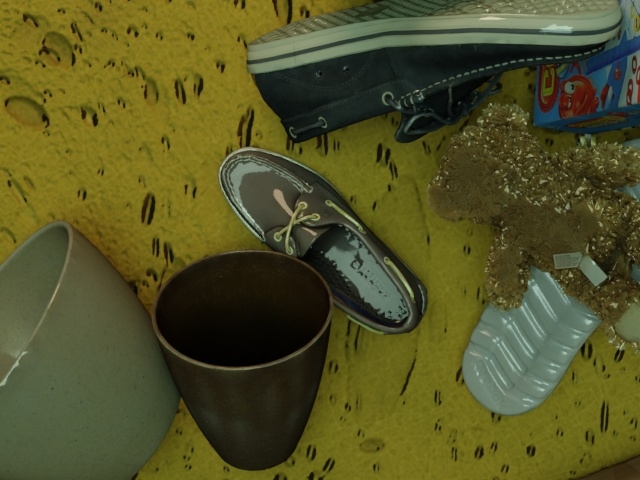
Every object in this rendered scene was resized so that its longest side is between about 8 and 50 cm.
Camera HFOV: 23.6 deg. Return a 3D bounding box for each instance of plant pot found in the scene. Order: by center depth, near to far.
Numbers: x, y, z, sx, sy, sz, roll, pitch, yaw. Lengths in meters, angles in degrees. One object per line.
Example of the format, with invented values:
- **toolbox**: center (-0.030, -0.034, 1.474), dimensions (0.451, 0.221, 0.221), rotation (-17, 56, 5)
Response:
- **plant pot**: center (-0.088, 0.166, 1.884), dimensions (0.215, 0.215, 0.230), rotation (2, 129, 6)

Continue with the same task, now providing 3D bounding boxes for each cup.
- **cup**: center (-0.314, 0.175, 1.889), dimensions (0.237, 0.331, 0.331), rotation (36, 98, -24)

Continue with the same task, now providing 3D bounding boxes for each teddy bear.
- **teddy bear**: center (0.293, -0.016, 1.801), dimensions (0.338, 0.113, 0.245), rotation (18, 111, 17)

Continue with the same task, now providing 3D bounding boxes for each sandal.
- **sandal**: center (0.321, 0.036, 1.896), dimensions (0.169, 0.102, 0.416), rotation (45, 111, 16)

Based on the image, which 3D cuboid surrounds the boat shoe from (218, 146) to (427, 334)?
- **boat shoe**: center (0.000, 0.000, 1.922), dimensions (0.324, 0.097, 0.116), rotation (42, 98, 2)

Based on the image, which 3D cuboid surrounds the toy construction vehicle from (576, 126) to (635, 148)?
- **toy construction vehicle**: center (0.362, -0.125, 1.904), dimensions (0.086, 0.035, 0.098), rotation (-4, 94, 6)

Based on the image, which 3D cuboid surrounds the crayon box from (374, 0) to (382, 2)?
- **crayon box**: center (0.132, -0.455, 1.765), dimensions (0.106, 0.313, 0.363), rotation (41, 98, 5)

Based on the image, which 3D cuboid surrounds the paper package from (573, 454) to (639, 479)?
- **paper package**: center (0.436, 0.419, 1.872), dimensions (0.325, 0.168, 0.309), rotation (-22, 91, 7)

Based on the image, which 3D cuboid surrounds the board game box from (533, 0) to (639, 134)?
- **board game box**: center (0.353, -0.288, 1.739), dimensions (0.086, 0.302, 0.308), rotation (5, 87, -17)

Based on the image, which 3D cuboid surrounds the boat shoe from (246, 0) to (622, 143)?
- **boat shoe**: center (0.130, -0.203, 1.787), dimensions (0.500, 0.187, 0.156), rotation (-5, 109, 38)
